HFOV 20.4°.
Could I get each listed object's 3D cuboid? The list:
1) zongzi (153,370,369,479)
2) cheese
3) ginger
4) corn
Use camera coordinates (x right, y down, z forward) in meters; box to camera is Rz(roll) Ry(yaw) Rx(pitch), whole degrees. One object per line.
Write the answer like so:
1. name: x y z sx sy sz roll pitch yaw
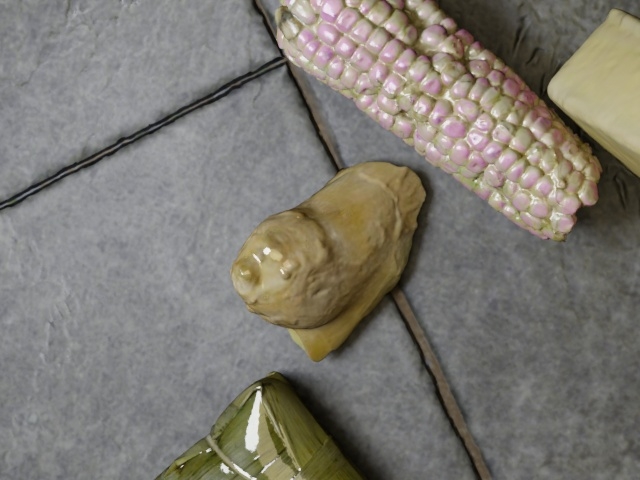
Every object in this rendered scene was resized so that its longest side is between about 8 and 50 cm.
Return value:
1. zongzi: -0.051 0.256 1.617 0.204 0.094 0.205 -42 84 13
2. cheese: 0.350 -0.042 1.401 0.384 0.384 0.104 41 93 7
3. ginger: 0.003 -0.002 1.592 0.115 0.122 0.193 39 93 28
4. corn: 0.107 -0.133 1.563 0.335 0.126 0.126 38 98 7
